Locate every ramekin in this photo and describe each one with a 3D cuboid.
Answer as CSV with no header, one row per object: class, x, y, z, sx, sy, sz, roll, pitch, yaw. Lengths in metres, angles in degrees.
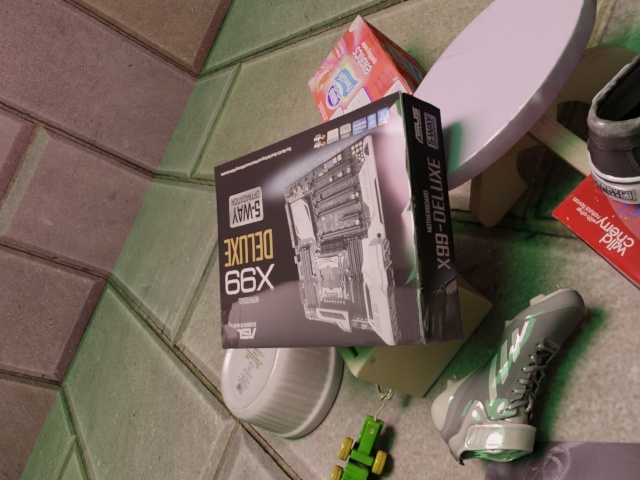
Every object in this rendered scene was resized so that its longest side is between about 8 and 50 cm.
ramekin,-0.070,0.201,0.858,0.207,0.109,0.207,-34,43,39

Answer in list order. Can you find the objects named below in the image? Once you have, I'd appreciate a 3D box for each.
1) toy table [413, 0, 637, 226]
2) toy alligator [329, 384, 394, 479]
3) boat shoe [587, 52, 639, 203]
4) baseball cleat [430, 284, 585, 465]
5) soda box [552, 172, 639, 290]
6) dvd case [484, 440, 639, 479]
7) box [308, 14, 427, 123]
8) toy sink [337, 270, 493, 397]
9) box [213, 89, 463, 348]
toy table,0.224,-0.143,0.618,0.274,0.161,0.252,-45,36,27
toy alligator,0.057,0.265,0.686,0.051,0.056,0.189,50,-120,-79
boat shoe,0.337,-0.167,0.444,0.306,0.105,0.113,-39,37,-1
baseball cleat,0.202,0.145,0.535,0.206,0.072,0.109,-53,33,21
soda box,0.317,0.028,0.434,0.092,0.083,0.263,-52,33,19
dvd case,0.189,0.266,0.439,0.165,0.018,0.221,-22,29,47
box,0.099,-0.213,0.865,0.154,0.142,0.300,-48,35,25
toy sink,0.079,0.062,0.714,0.152,0.131,0.234,-56,33,13
box,0.000,0.000,0.618,0.308,0.077,0.242,-11,79,43
